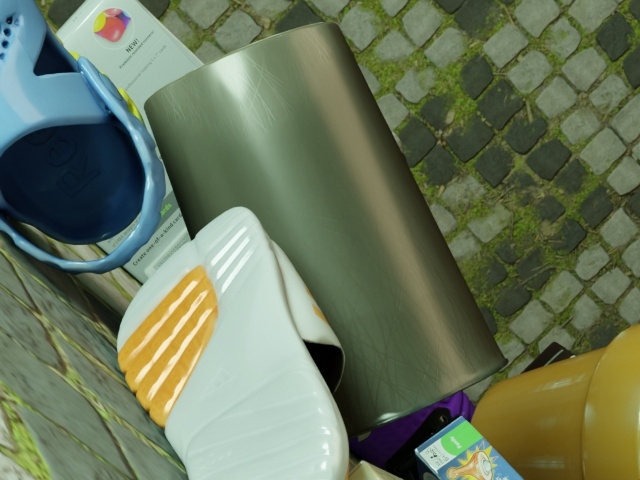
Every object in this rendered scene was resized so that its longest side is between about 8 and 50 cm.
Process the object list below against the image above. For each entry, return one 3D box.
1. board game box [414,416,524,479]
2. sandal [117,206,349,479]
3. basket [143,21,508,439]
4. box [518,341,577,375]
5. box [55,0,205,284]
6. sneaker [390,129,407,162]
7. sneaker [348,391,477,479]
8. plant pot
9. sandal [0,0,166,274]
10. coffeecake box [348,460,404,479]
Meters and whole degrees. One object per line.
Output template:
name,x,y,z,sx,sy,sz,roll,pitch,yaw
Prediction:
board game box,0.115,0.202,1.055,0.136,0.035,0.201,45,-20,34
sandal,-0.031,0.081,0.943,0.076,0.102,0.265,44,10,-31
basket,-0.004,-0.002,1.128,0.204,0.154,0.227,128,-61,-87
box,0.230,0.216,1.924,0.143,0.191,0.381,44,1,5
box,-0.126,-0.068,1.326,0.186,0.145,0.038,42,0,-26
sneaker,0.000,0.000,1.545,0.366,0.137,0.210,50,31,-70
sneaker,0.103,0.173,1.559,0.146,0.102,0.293,50,6,28
plant pot,0.226,0.168,1.485,0.188,0.205,0.205,-8,-39,41
sandal,-0.181,-0.086,1.014,0.317,0.126,0.138,41,8,-40
coffeecake box,0.076,0.198,0.892,0.185,0.068,0.142,45,1,20
